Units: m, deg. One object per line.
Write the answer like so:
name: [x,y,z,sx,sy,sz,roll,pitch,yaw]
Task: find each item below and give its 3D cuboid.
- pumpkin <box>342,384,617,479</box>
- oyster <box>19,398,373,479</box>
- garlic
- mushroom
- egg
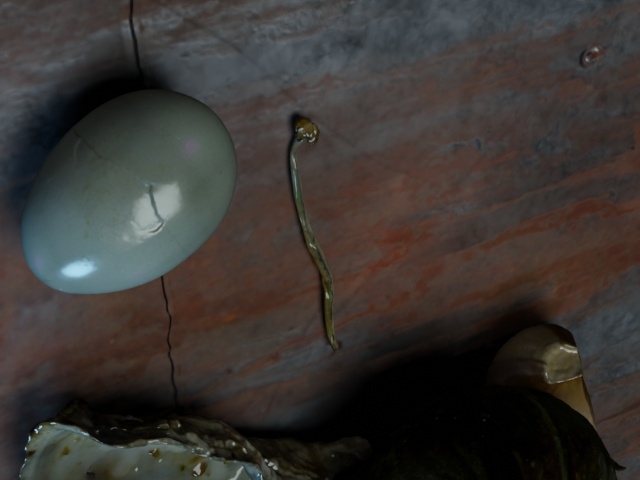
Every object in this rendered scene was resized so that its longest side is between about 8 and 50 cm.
pumpkin: [0.169,0.292,1.851,0.320,0.192,0.320,-18,139,-17]
oyster: [-0.142,0.246,1.783,0.396,0.111,0.204,15,127,-40]
garlic: [0.251,0.164,1.962,0.128,0.115,0.207,-11,138,22]
mushroom: [-0.006,-0.001,1.751,0.026,0.028,0.286,-60,152,-48]
egg: [-0.167,-0.038,1.533,0.209,0.151,0.151,-41,132,-1]
